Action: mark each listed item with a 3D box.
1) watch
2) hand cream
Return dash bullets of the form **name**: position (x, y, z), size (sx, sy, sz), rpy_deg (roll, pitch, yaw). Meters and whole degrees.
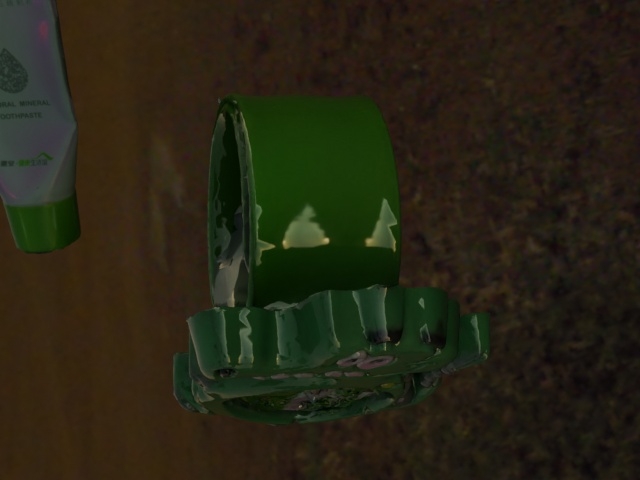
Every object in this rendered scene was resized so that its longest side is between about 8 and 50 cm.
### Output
- **watch**: position (0.000, 0.000, 0.567), size (0.165, 0.131, 0.152), rpy_deg (115, 153, -67)
- **hand cream**: position (-0.214, -0.126, 0.872), size (0.050, 0.079, 0.275), rpy_deg (-127, 28, -63)
